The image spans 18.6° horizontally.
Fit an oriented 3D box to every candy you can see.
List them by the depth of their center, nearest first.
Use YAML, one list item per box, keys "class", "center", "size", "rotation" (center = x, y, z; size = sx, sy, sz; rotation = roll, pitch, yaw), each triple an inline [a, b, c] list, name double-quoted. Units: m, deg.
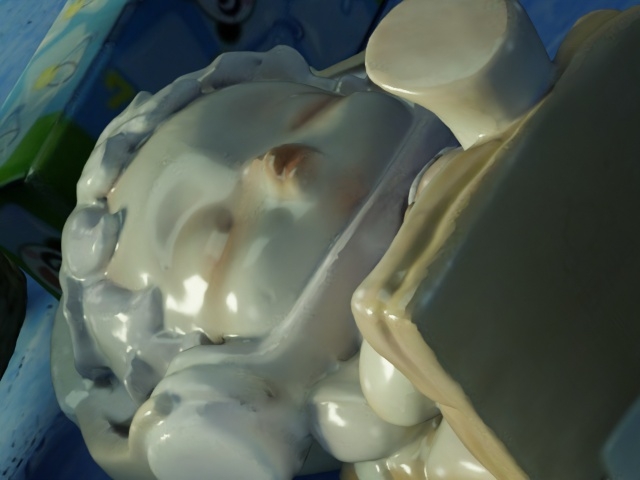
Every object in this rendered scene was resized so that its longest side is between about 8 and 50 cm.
- class: "candy"
  center: [-0.049, -0.064, 0.730]
  size: [0.062, 0.097, 0.194]
  rotation: [-9, 45, 46]

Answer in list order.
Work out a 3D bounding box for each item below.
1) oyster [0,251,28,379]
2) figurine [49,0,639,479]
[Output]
- class: "oyster"
  center: [-0.159, 0.081, 0.629]
  size: [0.111, 0.204, 0.396]
  rotation: [-2, 42, 2]
- class: "figurine"
  center: [0.002, 0.002, 0.534]
  size: [0.162, 0.141, 0.237]
  rotation: [-51, 28, -18]
